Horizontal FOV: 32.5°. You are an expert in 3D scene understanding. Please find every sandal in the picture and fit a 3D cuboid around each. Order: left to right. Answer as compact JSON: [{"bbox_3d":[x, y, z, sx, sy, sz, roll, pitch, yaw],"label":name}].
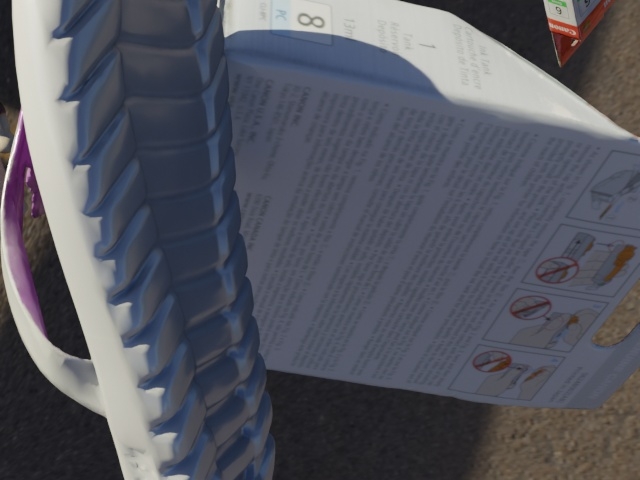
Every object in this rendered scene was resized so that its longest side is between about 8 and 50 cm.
[{"bbox_3d":[-0.108,0.002,0.560,0.102,0.169,0.416,0,112,17],"label":"sandal"}]

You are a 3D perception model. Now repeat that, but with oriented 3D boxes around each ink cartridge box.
[{"bbox_3d":[0.084,-0.011,0.771,0.385,0.308,0.091,9,49,-13],"label":"ink cartridge box"},{"bbox_3d":[0.188,-0.179,0.779,0.029,0.115,0.063,28,69,36],"label":"ink cartridge box"}]

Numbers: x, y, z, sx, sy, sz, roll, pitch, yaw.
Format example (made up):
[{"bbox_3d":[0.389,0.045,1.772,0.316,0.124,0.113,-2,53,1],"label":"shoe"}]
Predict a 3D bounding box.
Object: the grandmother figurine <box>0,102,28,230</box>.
[{"bbox_3d":[-0.455,-0.169,1.390,0.208,0.342,0.104,24,48,28],"label":"grandmother figurine"}]
